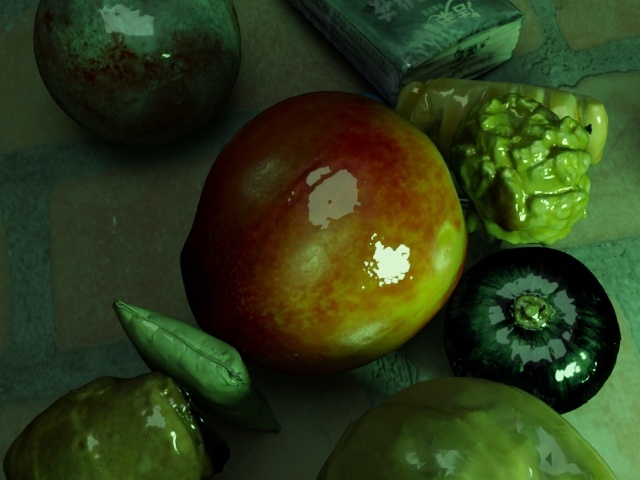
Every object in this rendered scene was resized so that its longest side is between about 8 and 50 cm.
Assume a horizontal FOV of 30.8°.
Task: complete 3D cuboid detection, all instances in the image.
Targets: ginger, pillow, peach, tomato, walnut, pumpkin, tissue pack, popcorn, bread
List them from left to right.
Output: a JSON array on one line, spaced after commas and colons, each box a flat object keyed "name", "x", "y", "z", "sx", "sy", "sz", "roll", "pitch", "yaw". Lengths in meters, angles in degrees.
[{"name": "ginger", "x": -0.263, "y": 0.276, "z": 1.409, "sx": 0.223, "sy": 0.269, "sz": 0.200, "roll": -40, "pitch": 91, "yaw": -27}, {"name": "tomato", "x": -0.274, "y": -0.301, "z": 1.776, "sx": 0.316, "sy": 0.282, "sz": 0.317, "roll": 5, "pitch": 68, "yaw": -13}, {"name": "pillow", "x": -0.147, "y": 0.165, "z": 1.453, "sx": 0.185, "sy": 0.302, "sz": 0.075, "roll": 27, "pitch": 74, "yaw": 16}, {"name": "peach", "x": 0.000, "y": 0.000, "z": 1.511, "sx": 0.388, "sy": 0.388, "sz": 0.388, "roll": -2, "pitch": 57, "yaw": 4}, {"name": "tissue pack", "x": 0.119, "y": -0.389, "z": 1.875, "sx": 0.259, "sy": 0.122, "sz": 0.361, "roll": -29, "pitch": 60, "yaw": -22}, {"name": "walnut", "x": 0.166, "y": 0.334, "z": 1.295, "sx": 0.383, "sy": 0.383, "sz": 0.383, "roll": -2, "pitch": 57, "yaw": 4}, {"name": "bread", "x": 0.261, "y": -0.160, "z": 1.702, "sx": 0.311, "sy": 0.173, "sz": 0.121, "roll": 7, "pitch": 83, "yaw": 16}, {"name": "popcorn", "x": 0.267, "y": -0.090, "z": 1.551, "sx": 0.169, "sy": 0.189, "sz": 0.218, "roll": -28, "pitch": 48, "yaw": -12}, {"name": "pumpkin", "x": 0.276, "y": 0.121, "z": 1.521, "sx": 0.233, "sy": 0.163, "sz": 0.233, "roll": -3, "pitch": 59, "yaw": 5}]

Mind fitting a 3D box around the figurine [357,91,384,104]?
[{"name": "figurine", "x": 0.079, "y": -0.167, "z": 1.775, "sx": 0.077, "sy": 0.079, "sz": 0.136, "roll": 5, "pitch": 39, "yaw": -43}]

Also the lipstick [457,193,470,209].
[{"name": "lipstick", "x": 0.196, "y": -0.059, "z": 1.724, "sx": 0.176, "sy": 0.027, "sz": 0.027, "roll": 8, "pitch": 59, "yaw": 11}]
